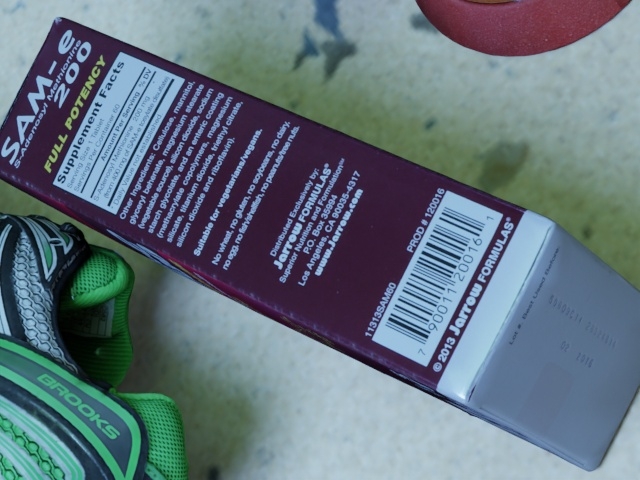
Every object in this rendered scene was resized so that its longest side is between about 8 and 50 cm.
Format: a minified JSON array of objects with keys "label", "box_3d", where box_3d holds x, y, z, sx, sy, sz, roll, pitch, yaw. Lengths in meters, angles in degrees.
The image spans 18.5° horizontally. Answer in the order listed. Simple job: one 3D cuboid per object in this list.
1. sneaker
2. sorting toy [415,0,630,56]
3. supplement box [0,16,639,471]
[{"label":"sneaker","box_3d":[-0.159,0.034,0.848,0.146,0.134,0.343,-23,47,-15]},{"label":"sorting toy","box_3d":[0.161,-0.113,0.720,0.365,0.126,0.127,22,84,33]},{"label":"supplement box","box_3d":[0.000,0.000,0.764,0.239,0.130,0.073,25,86,33]}]
